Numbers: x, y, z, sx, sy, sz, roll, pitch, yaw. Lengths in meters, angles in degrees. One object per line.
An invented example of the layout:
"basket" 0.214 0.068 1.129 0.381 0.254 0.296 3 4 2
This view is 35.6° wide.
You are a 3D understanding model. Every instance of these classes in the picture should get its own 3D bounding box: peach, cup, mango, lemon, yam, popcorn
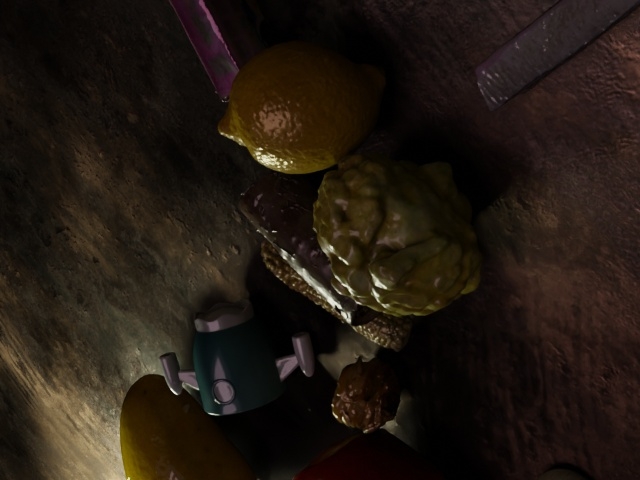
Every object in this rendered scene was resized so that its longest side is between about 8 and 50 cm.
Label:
"peach" 0.108 0.488 1.658 0.338 0.281 0.281 55 139 0
"cup" -0.155 0.203 1.796 0.299 0.167 0.173 -11 100 19
"mango" -0.277 0.483 2.050 0.301 0.220 0.445 -18 100 50
"lemon" -0.024 -0.183 1.377 0.187 0.244 0.187 -14 -90 -90
"yam" -0.001 0.001 1.513 0.280 0.131 0.131 47 139 20
"popcorn" 0.104 -0.009 1.338 0.256 0.255 0.195 37 124 3

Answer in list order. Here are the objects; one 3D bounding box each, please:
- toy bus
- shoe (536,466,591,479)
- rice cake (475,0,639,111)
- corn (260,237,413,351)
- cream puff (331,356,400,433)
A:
"toy bus" -0.151 -0.338 1.465 0.090 0.112 0.274 -20 102 41
"shoe" 0.410 0.505 1.446 0.336 0.171 0.132 50 138 6
"rice cake" 0.307 -0.262 1.117 0.073 0.056 0.365 53 139 2
"corn" 0.024 0.078 1.594 0.288 0.086 0.086 34 135 19
"cream puff" 0.081 0.257 1.642 0.104 0.119 0.133 -3 143 25
